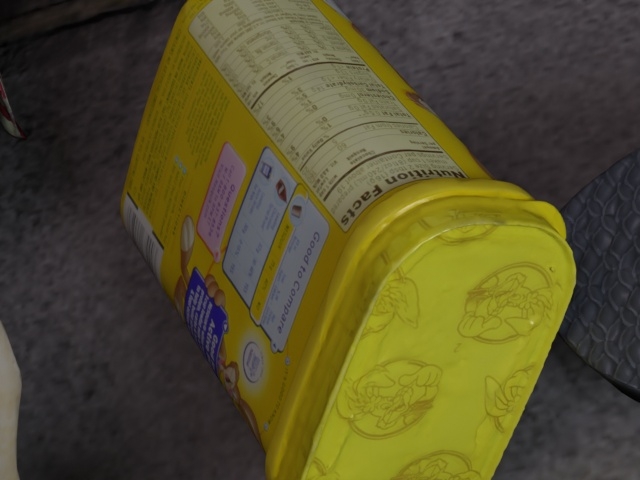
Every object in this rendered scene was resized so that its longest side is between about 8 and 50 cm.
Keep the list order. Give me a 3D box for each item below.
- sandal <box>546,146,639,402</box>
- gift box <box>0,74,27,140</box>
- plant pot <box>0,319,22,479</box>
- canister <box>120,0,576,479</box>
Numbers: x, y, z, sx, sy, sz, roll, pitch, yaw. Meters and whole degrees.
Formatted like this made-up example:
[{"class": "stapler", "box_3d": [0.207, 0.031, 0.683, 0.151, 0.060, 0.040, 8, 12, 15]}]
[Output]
[{"class": "sandal", "box_3d": [0.190, 0.000, 0.583, 0.254, 0.054, 0.097, -14, 60, 18]}, {"class": "gift box", "box_3d": [-0.273, -0.117, 0.826, 0.258, 0.276, 0.255, -37, 32, 7]}, {"class": "plant pot", "box_3d": [-0.267, 0.088, 0.594, 0.334, 0.333, 0.305, 20, 41, 40]}, {"class": "canister", "box_3d": [0.000, 0.000, 0.653, 0.170, 0.073, 0.126, 53, 132, 46]}]
